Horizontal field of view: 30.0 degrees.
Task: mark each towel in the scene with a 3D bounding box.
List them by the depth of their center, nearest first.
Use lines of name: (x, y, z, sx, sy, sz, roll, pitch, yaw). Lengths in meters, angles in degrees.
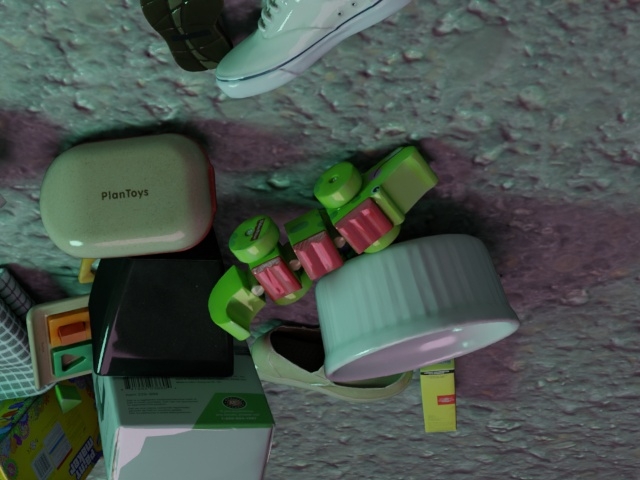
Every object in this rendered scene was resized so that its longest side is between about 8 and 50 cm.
towel: (-0.564, 0.158, 1.846, 0.284, 0.121, 0.235, -9, 144, 14)

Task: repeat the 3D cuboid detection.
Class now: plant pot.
plant pot: (-0.214, 0.065, 1.629, 0.188, 0.187, 0.167, 1, 118, -14)

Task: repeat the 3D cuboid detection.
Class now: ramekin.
ramekin: (0.124, 0.093, 1.653, 0.277, 0.135, 0.277, -14, 165, -4)

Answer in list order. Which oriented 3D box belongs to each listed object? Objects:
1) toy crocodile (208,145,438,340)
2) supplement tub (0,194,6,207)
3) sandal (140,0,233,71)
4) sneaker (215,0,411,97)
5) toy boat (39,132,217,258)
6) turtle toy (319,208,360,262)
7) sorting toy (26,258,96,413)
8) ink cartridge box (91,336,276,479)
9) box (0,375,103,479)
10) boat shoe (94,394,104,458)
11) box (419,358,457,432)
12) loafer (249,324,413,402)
toy crocodile: (0.000, 0.000, 1.532, 0.340, 0.105, 0.115, -33, 122, 5)
supplement tub: (-0.505, -0.026, 1.476, 0.200, 0.144, 0.144, -43, 143, -10)
sandal: (-0.138, -0.253, 1.285, 0.090, 0.060, 0.219, -9, 160, 6)
sneaker: (-0.019, -0.246, 1.266, 0.258, 0.094, 0.091, -30, 126, 21)
toy boat: (-0.239, -0.052, 1.537, 0.231, 0.151, 0.151, -5, 175, 8)
turtle toy: (0.012, 0.001, 1.646, 0.095, 0.066, 0.130, -12, 137, 18)
sorting toy: (-0.338, 0.147, 1.798, 0.196, 0.047, 0.347, -17, 140, -22)
ink cartridge box: (-0.200, 0.213, 1.666, 0.211, 0.289, 0.121, 2, 119, -17)
box: (-0.541, 0.355, 1.951, 0.279, 0.290, 0.177, -13, 111, 21)
boat shoe: (-0.510, 0.366, 2.164, 0.341, 0.110, 0.121, -16, 143, 23)
box: (0.194, 0.232, 1.974, 0.058, 0.087, 0.232, -3, 145, 5)
loafer: (0.020, 0.193, 1.905, 0.268, 0.102, 0.092, 5, 152, -6)
